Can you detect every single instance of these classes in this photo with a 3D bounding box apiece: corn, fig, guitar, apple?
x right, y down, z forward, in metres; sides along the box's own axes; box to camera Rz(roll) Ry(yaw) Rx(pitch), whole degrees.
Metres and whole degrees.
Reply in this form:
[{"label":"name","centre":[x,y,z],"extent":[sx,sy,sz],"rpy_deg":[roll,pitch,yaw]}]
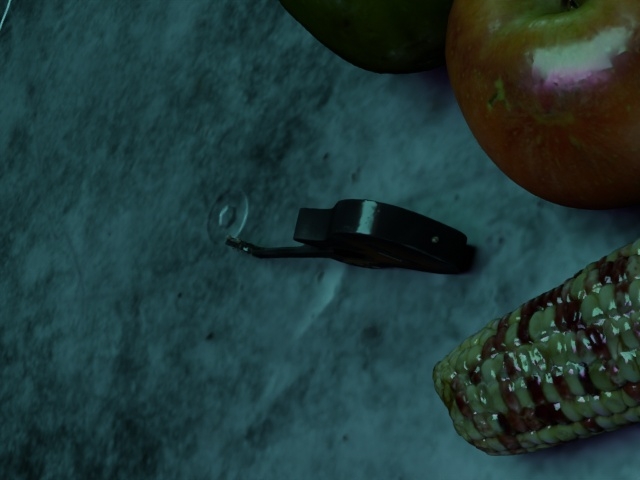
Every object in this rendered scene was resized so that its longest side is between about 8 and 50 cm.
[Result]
[{"label":"corn","centre":[0.159,0.045,0.531],"extent":[0.253,0.086,0.086],"rpy_deg":[-31,53,33]},{"label":"fig","centre":[0.065,-0.226,0.700],"extent":[0.195,0.195,0.245],"rpy_deg":[-19,25,39]},{"label":"guitar","centre":[0.000,0.000,0.729],"extent":[0.233,0.088,0.025],"rpy_deg":[-1,72,55]},{"label":"apple","centre":[0.148,-0.095,0.571],"extent":[0.163,0.139,0.163],"rpy_deg":[-18,54,26]}]
